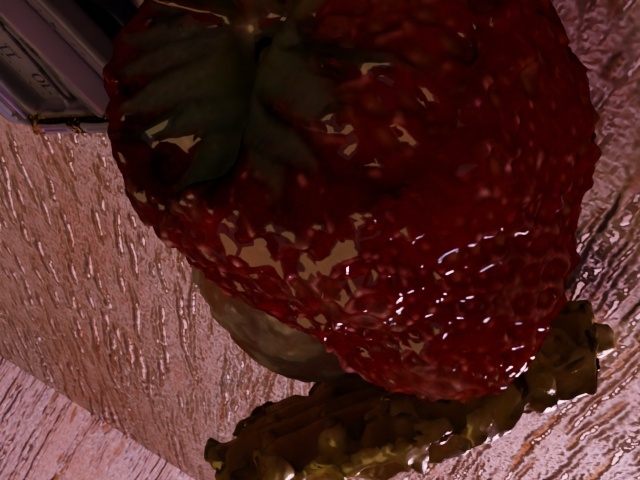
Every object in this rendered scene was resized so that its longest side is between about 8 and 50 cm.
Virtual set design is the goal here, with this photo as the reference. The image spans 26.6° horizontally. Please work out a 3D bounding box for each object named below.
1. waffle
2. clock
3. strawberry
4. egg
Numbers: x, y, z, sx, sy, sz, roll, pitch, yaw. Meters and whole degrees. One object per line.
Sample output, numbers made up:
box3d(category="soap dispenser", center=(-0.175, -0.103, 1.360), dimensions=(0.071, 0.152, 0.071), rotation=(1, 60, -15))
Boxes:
box3d(category="waffle", center=(0.073, 0.115, 1.018), dimensions=(0.302, 0.325, 0.068), rotation=(-20, 93, 47))
box3d(category="clock", center=(-0.245, -0.183, 1.067), dimensions=(0.186, 0.083, 0.253), rotation=(6, 146, 51))
box3d(category="strawberry", center=(0.023, -0.055, 0.760), dimensions=(0.261, 0.261, 0.257), rotation=(14, 167, 41))
box3d(category="egg", center=(0.000, 0.000, 0.970), dimensions=(0.195, 0.195, 0.233), rotation=(27, 161, 15))
